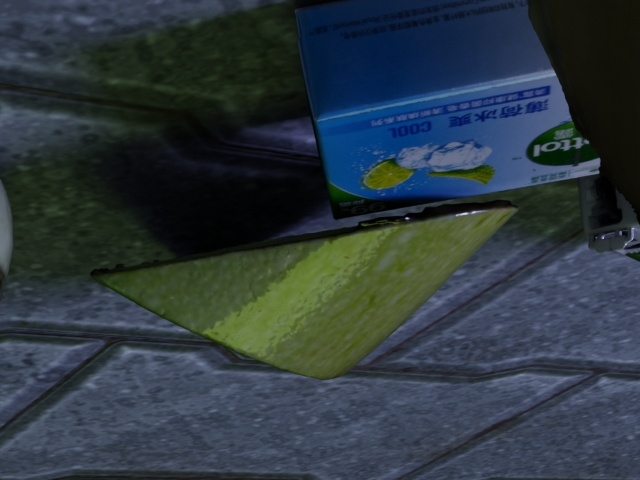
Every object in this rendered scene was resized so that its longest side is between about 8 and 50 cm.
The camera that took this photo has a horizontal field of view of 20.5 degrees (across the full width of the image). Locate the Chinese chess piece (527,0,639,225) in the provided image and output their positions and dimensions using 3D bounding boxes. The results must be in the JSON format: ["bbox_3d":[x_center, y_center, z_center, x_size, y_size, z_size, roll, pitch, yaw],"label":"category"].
[{"bbox_3d":[0.151,-0.127,0.645,0.104,0.257,0.257,-12,158,-10],"label":"Chinese chess piece"}]

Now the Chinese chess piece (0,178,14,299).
[{"bbox_3d":[-0.269,0.001,1.006,0.188,0.083,0.188,-9,160,-3],"label":"Chinese chess piece"}]

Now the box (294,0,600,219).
[{"bbox_3d":[0.090,-0.083,0.965,0.194,0.073,0.139,-11,157,1],"label":"box"}]

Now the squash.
[{"bbox_3d":[0.000,0.000,1.090,0.204,0.155,0.237,27,-173,9],"label":"squash"}]

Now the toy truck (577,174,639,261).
[{"bbox_3d":[0.251,-0.023,1.149,0.125,0.101,0.242,-10,163,32],"label":"toy truck"}]
